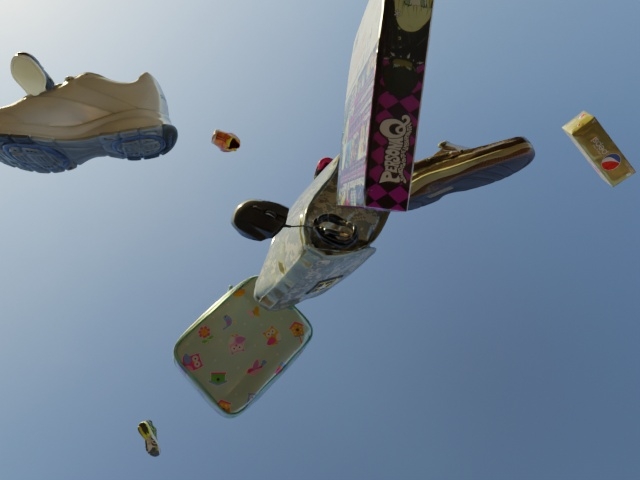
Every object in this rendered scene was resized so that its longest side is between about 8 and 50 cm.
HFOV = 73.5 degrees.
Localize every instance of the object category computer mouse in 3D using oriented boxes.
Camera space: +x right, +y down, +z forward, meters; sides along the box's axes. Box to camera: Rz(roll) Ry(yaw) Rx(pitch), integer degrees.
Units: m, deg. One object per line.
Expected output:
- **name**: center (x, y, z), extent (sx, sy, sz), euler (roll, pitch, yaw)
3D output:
- **computer mouse**: center (-0.050, -0.031, 0.670), extent (0.241, 0.041, 0.071), euler (8, -128, 30)

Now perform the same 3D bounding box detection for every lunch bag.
- **lunch bag**: center (-0.169, 0.222, 0.949), extent (0.224, 0.108, 0.279), euler (42, -121, 9)
- **lunch bag**: center (0.000, 0.000, 0.837), extent (0.169, 0.235, 0.287), euler (38, -134, -7)

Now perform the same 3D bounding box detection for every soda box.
- **soda box**: center (0.648, -0.213, 1.000), extent (0.058, 0.181, 0.061), euler (-41, -162, 25)

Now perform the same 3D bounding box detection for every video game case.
- **video game case**: center (0.055, -0.136, 0.433), extent (0.041, 0.232, 0.211), euler (6, -86, -4)

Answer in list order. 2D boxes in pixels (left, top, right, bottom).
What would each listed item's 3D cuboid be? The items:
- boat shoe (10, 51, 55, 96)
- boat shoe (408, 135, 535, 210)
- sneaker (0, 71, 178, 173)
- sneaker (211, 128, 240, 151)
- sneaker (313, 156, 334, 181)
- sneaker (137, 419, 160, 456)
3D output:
- **boat shoe**: center (-0.446, -0.254, 0.677), extent (0.046, 0.125, 0.038), euler (2, -112, -10)
- **boat shoe**: center (0.235, -0.139, 0.764), extent (0.257, 0.095, 0.095), euler (-19, -110, 30)
- **sneaker**: center (-0.375, -0.184, 0.652), extent (0.296, 0.111, 0.130), euler (-9, -105, -15)
- **sneaker**: center (-0.260, -0.277, 1.241), extent (0.067, 0.175, 0.064), euler (25, -79, 1)
- **sneaker**: center (0.018, -0.087, 1.204), extent (0.120, 0.112, 0.300), euler (-7, -108, 3)
- **sneaker**: center (-0.372, 0.435, 0.950), extent (0.031, 0.035, 0.083), euler (-23, -91, 8)
